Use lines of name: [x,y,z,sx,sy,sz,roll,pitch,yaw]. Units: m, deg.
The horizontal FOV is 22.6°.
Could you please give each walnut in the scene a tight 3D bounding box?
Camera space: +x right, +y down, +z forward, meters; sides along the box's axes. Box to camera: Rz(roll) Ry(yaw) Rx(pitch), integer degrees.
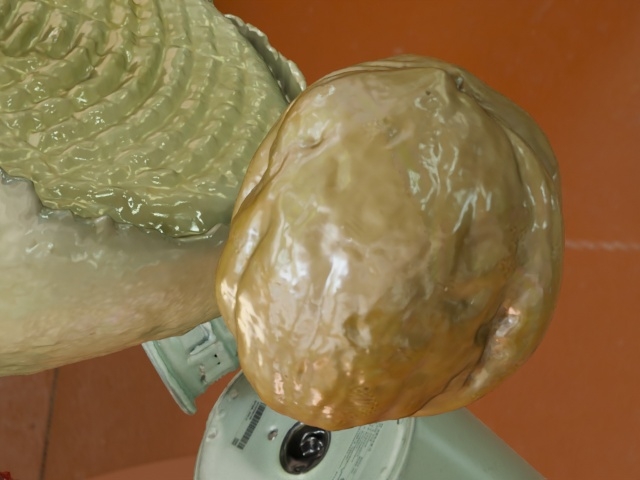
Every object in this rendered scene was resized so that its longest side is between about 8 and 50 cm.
walnut: [0.031,0.003,0.683,0.149,0.166,0.166,27,63,18]

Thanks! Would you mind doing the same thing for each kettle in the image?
kettle: [0.049,0.231,1.287,0.265,0.318,0.205,-22,49,29]

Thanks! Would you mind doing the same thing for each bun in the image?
bun: [-0.190,-0.048,0.905,0.364,0.202,0.364,17,32,-11]

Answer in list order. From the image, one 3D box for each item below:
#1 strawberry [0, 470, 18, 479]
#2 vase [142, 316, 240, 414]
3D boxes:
strawberry: [-0.308,0.323,1.215,0.292,0.343,0.292,0,88,7]
vase: [0.000,0.000,1.194,0.299,0.143,0.143,-28,65,-2]
